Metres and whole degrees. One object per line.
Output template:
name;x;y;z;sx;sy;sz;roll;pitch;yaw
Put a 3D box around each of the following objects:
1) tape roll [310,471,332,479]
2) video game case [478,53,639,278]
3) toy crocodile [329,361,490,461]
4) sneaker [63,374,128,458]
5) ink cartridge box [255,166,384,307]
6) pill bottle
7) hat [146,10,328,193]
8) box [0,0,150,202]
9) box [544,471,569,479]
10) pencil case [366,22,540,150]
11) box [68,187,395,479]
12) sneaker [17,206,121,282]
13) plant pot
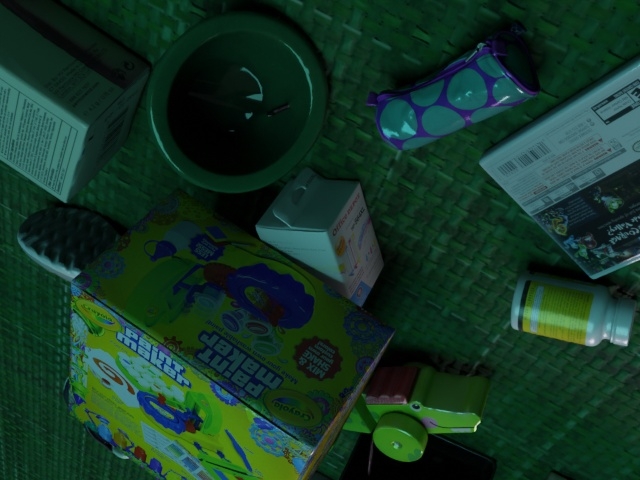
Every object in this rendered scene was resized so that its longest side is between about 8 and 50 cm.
tape roll;-0.028;0.475;1.457;0.219;0.072;0.219;18;138;17
video game case;0.269;-0.058;0.771;0.173;0.022;0.190;43;138;-12
toy crocodile;0.054;0.203;1.096;0.340;0.115;0.105;-6;126;37
sneaker;-0.352;0.284;1.430;0.321;0.127;0.126;-12;124;42
ink cartridge box;0.000;0.000;0.943;0.090;0.092;0.143;5;133;29
pill bottle;0.259;0.072;0.873;0.116;0.065;0.065;11;136;23
hat;-0.103;-0.152;0.911;0.208;0.183;0.173;-45;112;7
box;-0.330;-0.179;0.945;0.232;0.127;0.148;35;140;-2
box;0.349;0.432;1.138;0.181;0.119;0.182;24;139;10
pencil case;0.118;-0.132;0.758;0.070;0.064;0.151;36;142;-29
box;-0.114;0.150;0.955;0.290;0.177;0.279;33;140;10
sneaker;-0.291;0.052;1.170;0.281;0.105;0.115;26;139;7
plant pot;0.113;0.381;1.183;0.188;0.187;0.167;22;140;12
